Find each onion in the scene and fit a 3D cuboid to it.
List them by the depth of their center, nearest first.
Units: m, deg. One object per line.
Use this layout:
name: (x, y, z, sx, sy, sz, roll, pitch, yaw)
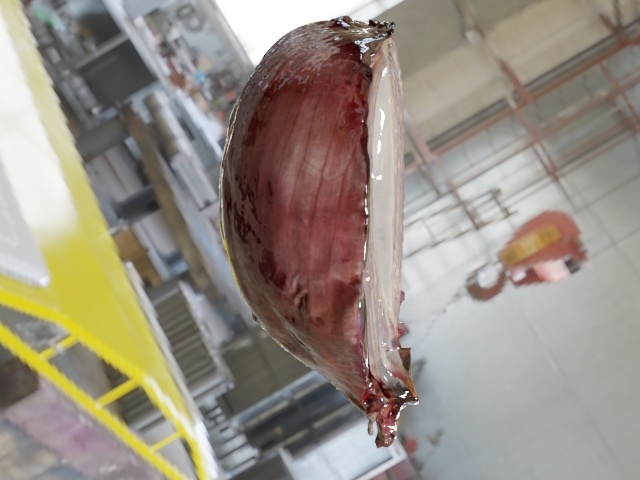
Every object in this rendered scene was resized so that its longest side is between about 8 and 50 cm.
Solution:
onion: (0.000, 0.000, 0.804, 0.227, 0.120, 0.284, -46, 132, -75)
